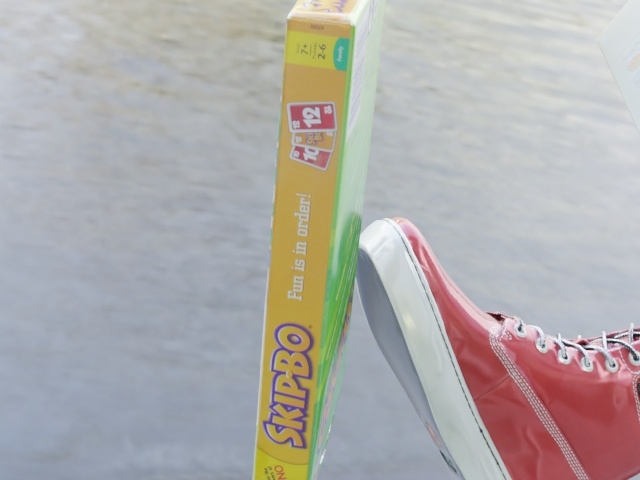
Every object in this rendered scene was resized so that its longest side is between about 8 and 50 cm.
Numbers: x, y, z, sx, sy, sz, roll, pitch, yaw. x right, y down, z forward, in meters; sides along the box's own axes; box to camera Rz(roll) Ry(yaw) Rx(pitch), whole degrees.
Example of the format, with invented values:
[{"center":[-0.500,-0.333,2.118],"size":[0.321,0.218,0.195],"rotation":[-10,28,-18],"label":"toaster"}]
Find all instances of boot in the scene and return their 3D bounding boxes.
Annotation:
[{"center":[0.136,0.061,0.861],"size":[0.176,0.244,0.088],"rotation":[-31,20,-6],"label":"boot"}]

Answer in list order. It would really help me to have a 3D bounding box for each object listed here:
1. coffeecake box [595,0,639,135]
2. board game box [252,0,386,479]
[{"center":[0.204,-0.044,0.569],"size":[0.068,0.142,0.185],"rotation":[-14,73,-19],"label":"coffeecake box"},{"center":[0.000,0.000,0.655],"size":[0.039,0.259,0.124],"rotation":[6,27,8],"label":"board game box"}]
